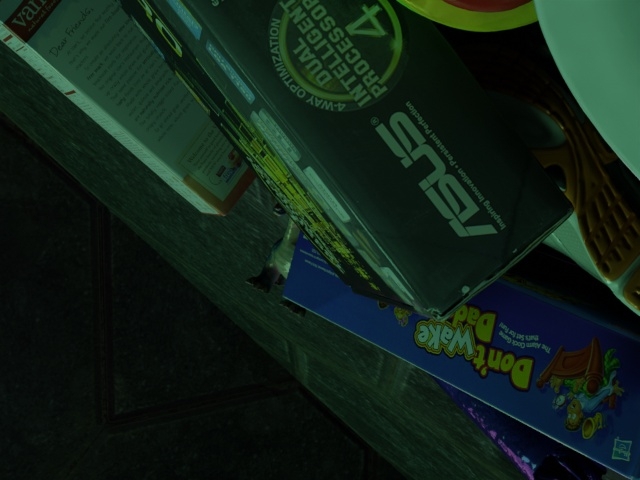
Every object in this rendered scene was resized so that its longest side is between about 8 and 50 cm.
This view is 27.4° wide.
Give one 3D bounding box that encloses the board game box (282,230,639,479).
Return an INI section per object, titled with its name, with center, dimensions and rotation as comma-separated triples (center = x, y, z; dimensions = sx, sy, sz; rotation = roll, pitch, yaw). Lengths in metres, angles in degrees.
[board game box]
center = 0.170, 0.067, 0.937
dimensions = 0.233, 0.078, 0.347
rotation = 10, -171, -40

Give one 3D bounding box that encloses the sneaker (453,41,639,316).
[sneaker]
center = 0.177, -0.022, 0.819
dimensions = 0.262, 0.099, 0.121
rotation = 42, 178, 20

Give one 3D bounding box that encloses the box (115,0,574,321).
[box]
center = -0.049, -0.140, 0.727
dimensions = 0.395, 0.097, 0.318
rotation = 52, 173, -4

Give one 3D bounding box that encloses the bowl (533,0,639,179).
[bowl]
center = 0.221, -0.062, 0.389
dimensions = 0.298, 0.134, 0.298
rotation = 35, 168, 9

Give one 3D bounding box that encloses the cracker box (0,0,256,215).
[cracker box]
center = -0.119, -0.150, 1.012
dimensions = 0.232, 0.155, 0.067
rotation = 42, 168, -18

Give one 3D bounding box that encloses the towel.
[towel]
center = 0.157, 0.131, 1.321
dimensions = 0.308, 0.076, 0.227
rotation = 46, 178, 30

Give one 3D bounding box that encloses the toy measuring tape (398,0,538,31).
[toy measuring tape]
center = 0.026, -0.186, 0.521
dimensions = 0.330, 0.121, 0.121
rotation = 43, 167, -22

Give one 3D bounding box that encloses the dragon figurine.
[dragon figurine]
center = 0.000, 0.000, 1.412
dimensions = 0.085, 0.144, 0.289
rotation = 33, -173, 13
